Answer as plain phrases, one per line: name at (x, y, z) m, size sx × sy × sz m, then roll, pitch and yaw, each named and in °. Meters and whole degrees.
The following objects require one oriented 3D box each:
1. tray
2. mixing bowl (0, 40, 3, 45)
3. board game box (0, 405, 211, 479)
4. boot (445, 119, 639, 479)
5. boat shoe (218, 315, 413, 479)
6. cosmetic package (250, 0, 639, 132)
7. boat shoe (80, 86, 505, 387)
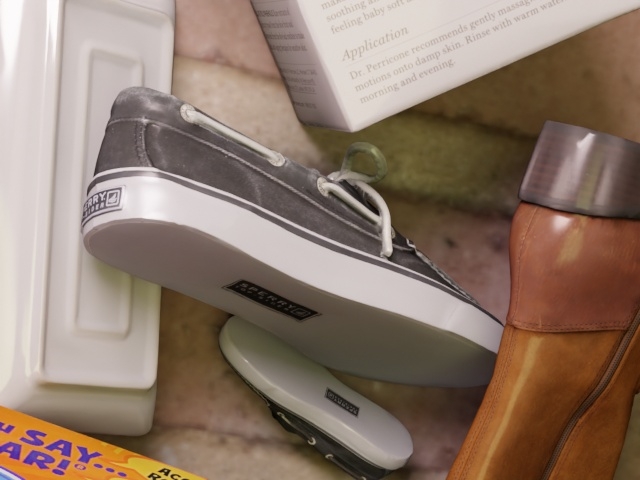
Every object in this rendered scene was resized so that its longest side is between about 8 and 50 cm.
tray at (-0.129, -0.027, 1.075) m, size 0.145 × 0.030 × 0.270 m, roll 11°, pitch 80°, yaw -53°
mixing bowl at (-0.208, -0.017, 1.075) m, size 0.181 × 0.098 × 0.181 m, roll 4°, pitch 85°, yaw -51°
board game box at (-0.246, 0.290, 0.888) m, size 0.356 × 0.356 × 0.356 m, roll 22°, pitch 107°, yaw -14°
boot at (0.191, 0.090, 1.148) m, size 0.264 × 0.096 × 0.280 m, roll 12°, pitch 94°, yaw -48°
boat shoe at (-0.009, 0.101, 1.171) m, size 0.142 × 0.049 × 0.040 m, roll 37°, pitch 126°, yaw -8°
cosmetic package at (0.018, -0.265, 1.083) m, size 0.197 × 0.155 × 0.365 m, roll -23°, pitch 99°, yaw -9°
boat shoe at (-0.003, 0.001, 1.116) m, size 0.306 × 0.113 × 0.105 m, roll 23°, pitch 62°, yaw -30°
